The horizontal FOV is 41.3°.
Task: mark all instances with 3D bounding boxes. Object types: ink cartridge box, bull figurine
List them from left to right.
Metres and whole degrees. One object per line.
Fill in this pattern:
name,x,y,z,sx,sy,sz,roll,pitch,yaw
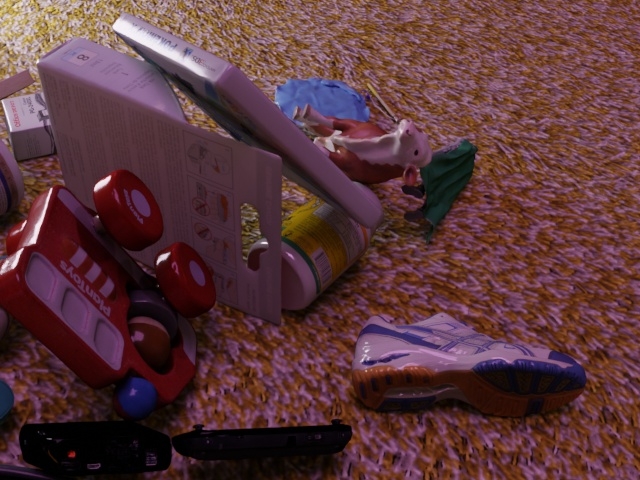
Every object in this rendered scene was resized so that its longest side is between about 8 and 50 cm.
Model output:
ink cartridge box,-0.469,-0.207,1.480,0.150,0.063,0.109,-15,45,-19
ink cartridge box,-0.197,-0.080,1.174,0.385,0.308,0.091,23,47,20
bull figurine,0.047,-0.143,1.311,0.188,0.310,0.101,20,86,-12

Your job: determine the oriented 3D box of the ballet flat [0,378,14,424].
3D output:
ballet flat,-0.452,0.244,0.958,0.087,0.083,0.247,-27,11,33

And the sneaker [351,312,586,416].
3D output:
sneaker,0.190,0.145,1.096,0.296,0.112,0.131,4,42,0

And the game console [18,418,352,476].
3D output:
game console,-0.147,0.225,0.960,0.361,0.213,0.044,3,82,-23

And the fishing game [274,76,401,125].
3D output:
fishing game,0.000,-0.247,1.573,0.264,0.041,0.189,-11,44,-27

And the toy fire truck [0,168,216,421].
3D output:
toy fire truck,-0.251,0.082,1.009,0.169,0.302,0.254,-25,33,14

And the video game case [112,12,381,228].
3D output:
video game case,-0.098,-0.159,1.132,0.036,0.329,0.300,-52,43,-3

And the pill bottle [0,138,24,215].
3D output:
pill bottle,-0.585,-0.057,1.241,0.153,0.153,0.265,29,48,26

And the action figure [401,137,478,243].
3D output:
action figure,0.204,-0.107,1.388,0.063,0.137,0.232,13,33,29

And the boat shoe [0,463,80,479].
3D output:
boat shoe,-0.181,0.343,0.825,0.500,0.156,0.187,15,42,11

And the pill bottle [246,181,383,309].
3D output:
pill bottle,0.000,0.000,1.239,0.117,0.117,0.208,28,48,25

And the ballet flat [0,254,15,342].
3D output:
ballet flat,-0.494,0.144,1.055,0.348,0.123,0.123,-31,52,-25

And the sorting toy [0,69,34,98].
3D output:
sorting toy,-0.612,-0.197,1.274,0.255,0.089,0.257,-12,22,38
